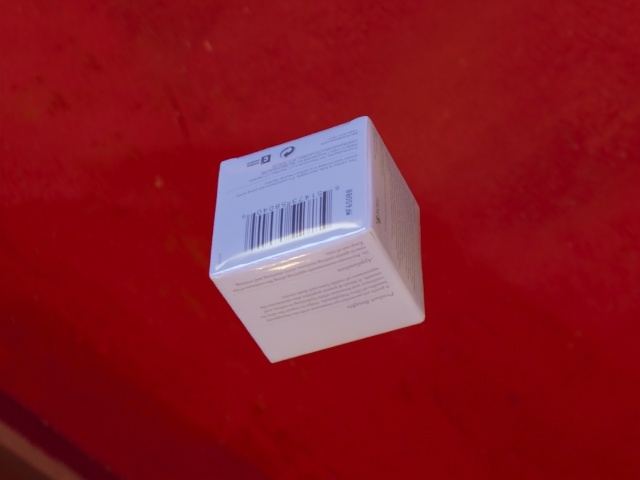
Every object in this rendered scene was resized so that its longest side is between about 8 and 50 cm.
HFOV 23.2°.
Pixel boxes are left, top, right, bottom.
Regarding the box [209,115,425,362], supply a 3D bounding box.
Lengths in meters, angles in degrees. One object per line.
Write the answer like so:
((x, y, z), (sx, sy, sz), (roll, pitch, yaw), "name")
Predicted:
((0.000, 0.000, 0.917), (0.101, 0.102, 0.087), (-17, 132, 18), "box")
